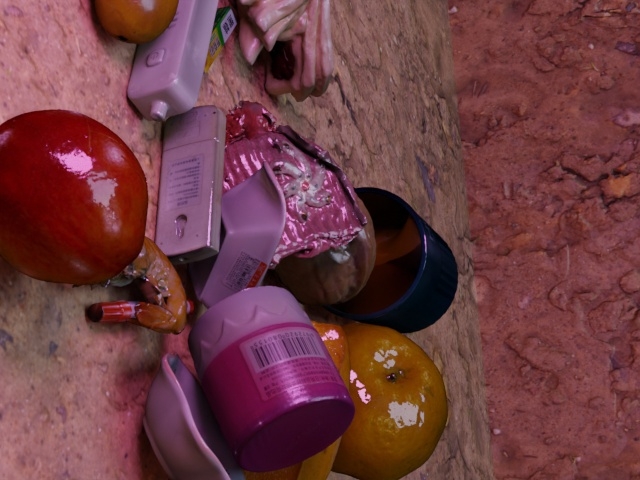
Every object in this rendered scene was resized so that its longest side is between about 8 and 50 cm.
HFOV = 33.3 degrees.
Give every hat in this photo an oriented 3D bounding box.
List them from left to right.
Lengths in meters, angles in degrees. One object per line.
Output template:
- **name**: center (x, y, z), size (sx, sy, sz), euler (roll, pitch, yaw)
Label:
- **hat**: center (-0.075, -0.100, 1.683), size (0.286, 0.236, 0.107), euler (65, -27, 19)

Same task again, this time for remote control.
- **remote control**: center (-0.182, -0.079, 1.503), size (0.038, 0.098, 0.233), euler (40, 45, -53)

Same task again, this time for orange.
- **orange**: center (0.079, 0.278, 1.818), size (0.279, 0.235, 0.279), euler (16, 49, -20)

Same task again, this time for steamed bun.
- **steamed bun**: center (-0.081, -0.442, 1.830), size (0.247, 0.189, 0.428), euler (-161, -118, -67)

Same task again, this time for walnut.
- **walnut**: center (0.000, 0.000, 1.820), size (0.198, 0.198, 0.245), euler (-60, 136, -59)

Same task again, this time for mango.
- **mango**: center (-0.250, -0.363, 1.462), size (0.136, 0.099, 0.227), euler (45, 32, -47)
- **mango**: center (-0.047, 0.273, 1.594), size (0.199, 0.201, 0.350), euler (20, 68, -37)

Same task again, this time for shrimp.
- **shrimp**: center (-0.233, 0.051, 1.327), size (0.150, 0.068, 0.248), euler (57, 14, 14)

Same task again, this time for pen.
- **pen**: center (-0.230, 0.091, 1.406), size (0.239, 0.028, 0.028), euler (4, 78, -69)

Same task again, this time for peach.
- **peach**: center (-0.279, -0.050, 1.124), size (0.197, 0.197, 0.197), euler (-9, 90, -69)

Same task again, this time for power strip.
- **power strip**: center (-0.206, -0.325, 1.559), size (0.062, 0.091, 0.385), euler (54, 34, -47)

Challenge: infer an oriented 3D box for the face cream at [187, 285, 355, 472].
- **face cream**: center (-0.069, 0.185, 1.437), size (0.195, 0.175, 0.175), euler (62, 9, 33)

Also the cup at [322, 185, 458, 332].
- **cup**: center (0.100, 0.039, 2.064), size (0.242, 0.308, 0.292), euler (-64, 155, -2)

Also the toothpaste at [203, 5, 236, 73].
- **toothpaste**: center (-0.179, -0.316, 1.689), size (0.178, 0.043, 0.037), euler (-71, 146, -52)

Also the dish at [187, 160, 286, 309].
- **dish**: center (-0.123, -0.002, 1.507), size (0.064, 0.234, 0.154), euler (13, 28, -27)

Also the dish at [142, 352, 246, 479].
- **dish**: center (-0.173, 0.255, 1.369), size (0.229, 0.081, 0.229), euler (62, -2, 4)
